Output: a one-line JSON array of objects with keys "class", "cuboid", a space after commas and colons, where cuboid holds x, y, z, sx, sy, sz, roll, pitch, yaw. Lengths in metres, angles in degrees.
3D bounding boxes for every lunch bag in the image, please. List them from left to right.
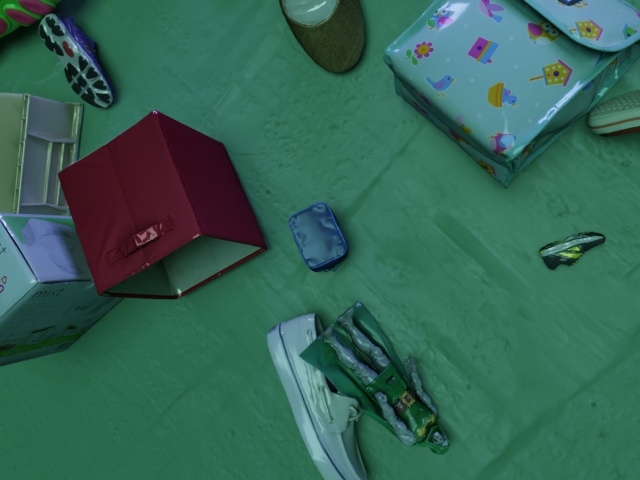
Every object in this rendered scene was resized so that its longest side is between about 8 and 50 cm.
[{"class": "lunch bag", "cuboid": [0.000, 0.000, 0.918, 0.067, 0.065, 0.098, -23, 82, 1]}, {"class": "lunch bag", "cuboid": [0.249, -0.237, 0.790, 0.262, 0.160, 0.223, -44, 71, 4]}]

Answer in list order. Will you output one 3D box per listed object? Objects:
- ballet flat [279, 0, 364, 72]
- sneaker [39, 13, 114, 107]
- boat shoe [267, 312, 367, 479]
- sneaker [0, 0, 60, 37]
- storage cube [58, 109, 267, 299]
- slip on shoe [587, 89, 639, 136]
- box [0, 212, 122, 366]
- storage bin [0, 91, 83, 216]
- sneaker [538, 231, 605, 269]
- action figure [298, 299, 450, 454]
[{"class": "ballet flat", "cuboid": [-0.028, -0.410, 0.895, 0.116, 0.124, 0.343, -14, 86, 18]}, {"class": "sneaker", "cuboid": [-0.387, -0.302, 1.046, 0.068, 0.071, 0.170, -26, 97, 35]}, {"class": "boat shoe", "cuboid": [0.016, 0.232, 0.902, 0.088, 0.096, 0.268, -27, 77, 13]}, {"class": "sneaker", "cuboid": [-0.617, -0.435, 1.085, 0.482, 0.185, 0.202, -12, 62, 19]}, {"class": "storage cube", "cuboid": [-0.224, -0.040, 0.918, 0.183, 0.215, 0.193, -28, 75, 17]}, {"class": "slip on shoe", "cuboid": [0.490, -0.132, 0.738, 0.331, 0.123, 0.101, 3, 114, 21]}, {"class": "box", "cuboid": [-0.429, 0.079, 0.953, 0.231, 0.262, 0.127, -40, 78, 15]}, {"class": "storage bin", "cuboid": [-0.560, -0.120, 1.069, 0.262, 0.123, 0.261, 8, 93, 17]}, {"class": "sneaker", "cuboid": [0.332, 0.014, 0.831, 0.083, 0.031, 0.035, -18, 98, 21]}, {"class": "action figure", "cuboid": [0.094, 0.201, 0.872, 0.232, 0.137, 0.063, 48, 146, 4]}]
